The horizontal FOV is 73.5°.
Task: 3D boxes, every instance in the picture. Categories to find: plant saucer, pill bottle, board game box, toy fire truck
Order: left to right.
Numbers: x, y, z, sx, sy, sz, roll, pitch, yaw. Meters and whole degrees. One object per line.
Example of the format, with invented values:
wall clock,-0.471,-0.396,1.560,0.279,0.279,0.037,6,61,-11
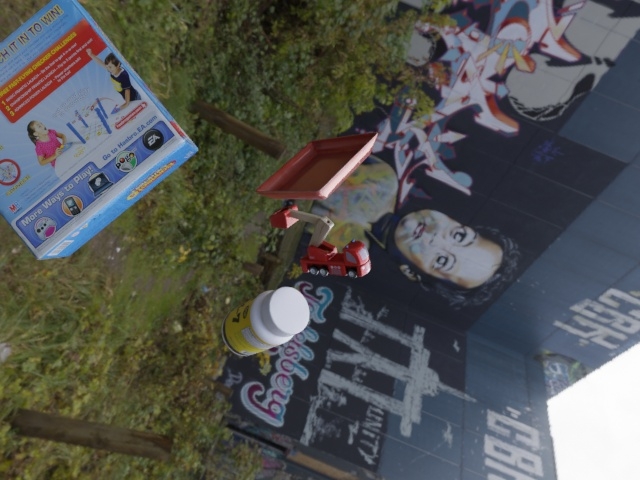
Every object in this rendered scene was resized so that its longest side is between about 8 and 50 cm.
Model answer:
board game box,-0.424,-0.181,0.714,0.308,0.302,0.086,-38,-179,1
pill bottle,-0.123,0.179,0.947,0.208,0.119,0.119,-32,-153,45
plant saucer,-0.006,-0.185,1.118,0.259,0.048,0.258,6,-135,47
toy fire truck,0.000,0.000,0.838,0.047,0.192,0.135,-39,124,-51
